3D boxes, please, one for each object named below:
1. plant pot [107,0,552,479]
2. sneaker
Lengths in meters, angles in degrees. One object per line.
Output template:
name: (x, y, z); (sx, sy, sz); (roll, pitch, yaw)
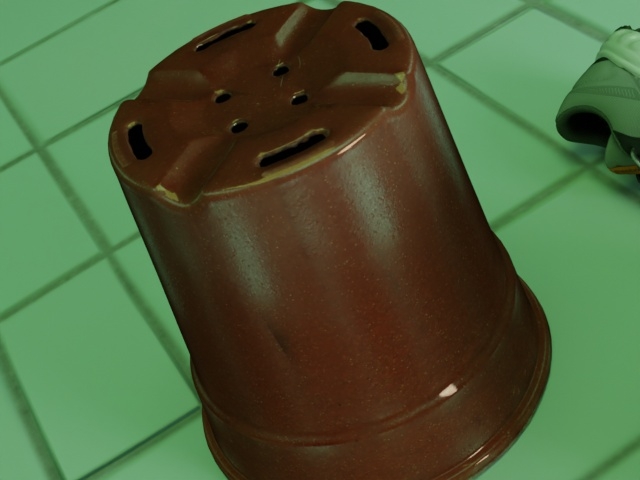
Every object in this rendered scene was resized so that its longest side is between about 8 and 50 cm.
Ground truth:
plant pot: (0.000, 0.000, 0.770); (0.272, 0.265, 0.272); (-13, 39, 11)
sneaker: (0.292, -0.073, 0.864); (0.108, 0.100, 0.271); (-45, 38, -5)
